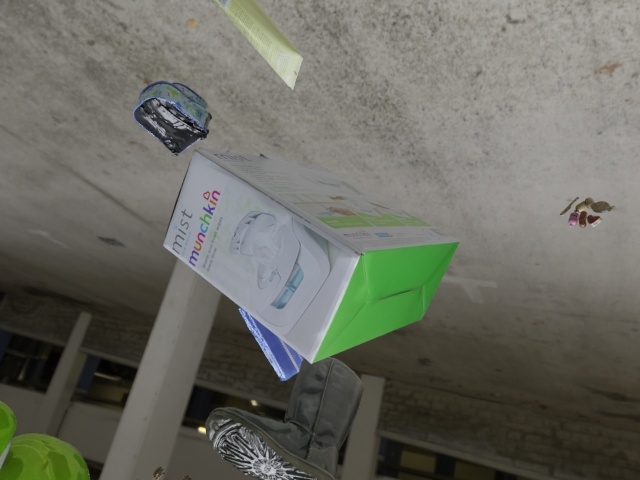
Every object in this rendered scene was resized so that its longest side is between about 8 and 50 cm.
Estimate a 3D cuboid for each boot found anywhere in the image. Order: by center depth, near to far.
[{"bbox_3d":[-0.034,0.215,0.709,0.189,0.208,0.076,37,123,-8],"label":"boot"}]

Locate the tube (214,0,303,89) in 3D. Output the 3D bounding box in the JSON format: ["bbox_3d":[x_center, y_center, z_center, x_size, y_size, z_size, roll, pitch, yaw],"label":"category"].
[{"bbox_3d":[-0.116,-0.395,1.012,0.240,0.062,0.070,51,-163,9],"label":"tube"}]

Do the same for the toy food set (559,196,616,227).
[{"bbox_3d":[0.567,-0.055,1.159,0.019,0.078,0.122,41,-172,-17],"label":"toy food set"}]

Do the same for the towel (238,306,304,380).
[{"bbox_3d":[-0.002,0.150,1.270,0.040,0.336,0.243,25,144,63],"label":"towel"}]

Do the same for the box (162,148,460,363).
[{"bbox_3d":[0.000,0.000,0.634,0.231,0.127,0.262,31,-161,27],"label":"box"}]

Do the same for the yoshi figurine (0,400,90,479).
[{"bbox_3d":[-0.307,0.310,0.446,0.203,0.362,0.203,19,170,4],"label":"yoshi figurine"}]

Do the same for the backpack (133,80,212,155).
[{"bbox_3d":[-0.260,-0.223,0.949,0.105,0.084,0.114,-22,138,34],"label":"backpack"}]

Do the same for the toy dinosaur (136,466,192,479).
[{"bbox_3d":[-0.170,0.300,0.555,0.053,0.183,0.092,7,-159,35],"label":"toy dinosaur"}]
